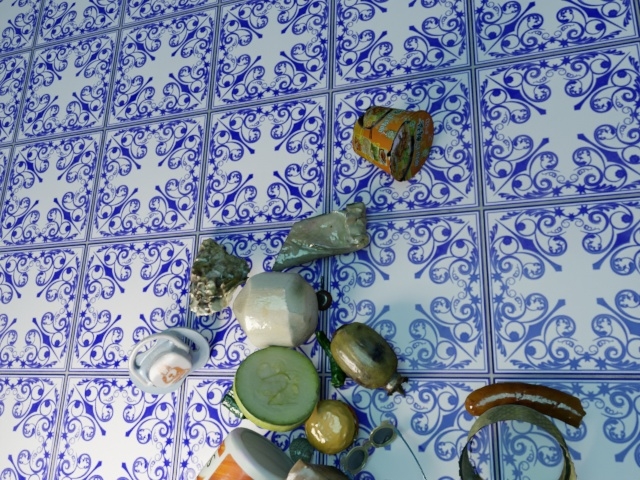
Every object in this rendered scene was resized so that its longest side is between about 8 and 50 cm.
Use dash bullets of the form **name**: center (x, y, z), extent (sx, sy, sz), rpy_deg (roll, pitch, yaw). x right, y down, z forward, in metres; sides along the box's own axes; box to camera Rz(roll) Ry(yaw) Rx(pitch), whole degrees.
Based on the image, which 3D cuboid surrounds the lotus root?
- **lotus root**: center (0.147, 0.354, 1.629), extent (0.154, 0.154, 0.278), rpy_deg (-46, 72, 2)

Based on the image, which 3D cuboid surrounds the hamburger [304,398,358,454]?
- **hamburger**: center (0.034, 0.539, 1.623), extent (0.162, 0.115, 0.162), rpy_deg (-7, 72, 21)

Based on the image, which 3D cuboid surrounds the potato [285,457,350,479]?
- **potato**: center (0.011, 0.729, 1.499), extent (0.189, 0.264, 0.211), rpy_deg (30, 80, 35)

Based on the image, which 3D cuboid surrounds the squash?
- **squash**: center (-0.123, 0.414, 1.598), extent (0.252, 0.049, 0.252), rpy_deg (8, 50, -10)

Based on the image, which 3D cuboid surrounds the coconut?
- **coconut**: center (-0.147, 0.213, 1.728), extent (0.265, 0.237, 0.238), rpy_deg (-4, 72, 21)

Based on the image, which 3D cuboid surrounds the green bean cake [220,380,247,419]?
- **green bean cake**: center (-0.184, 0.440, 1.687), extent (0.107, 0.208, 0.193), rpy_deg (35, 90, 23)

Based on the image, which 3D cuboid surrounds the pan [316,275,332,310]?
- **pan**: center (0.002, 0.168, 1.802), extent (0.068, 0.023, 0.115), rpy_deg (-9, 71, 19)

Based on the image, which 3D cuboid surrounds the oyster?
- **oyster**: center (-0.354, 0.120, 1.864), extent (0.237, 0.115, 0.351), rpy_deg (-28, 42, 10)

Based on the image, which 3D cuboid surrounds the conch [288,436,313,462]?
- **conch**: center (-0.062, 0.624, 1.668), extent (0.085, 0.057, 0.076), rpy_deg (19, 68, 24)

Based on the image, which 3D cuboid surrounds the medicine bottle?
- **medicine bottle**: center (-0.219, 0.701, 1.589), extent (0.252, 0.252, 0.241), rpy_deg (35, 87, 26)

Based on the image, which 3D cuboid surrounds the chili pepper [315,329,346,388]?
- **chili pepper**: center (0.035, 0.357, 1.704), extent (0.050, 0.073, 0.182), rpy_deg (-37, 68, 32)

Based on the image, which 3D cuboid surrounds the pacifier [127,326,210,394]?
- **pacifier**: center (-0.512, 0.371, 1.867), extent (0.279, 0.227, 0.207), rpy_deg (-41, 25, 4)

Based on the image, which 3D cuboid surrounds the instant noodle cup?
- **instant noodle cup**: center (0.222, -0.324, 1.778), extent (0.182, 0.230, 0.230), rpy_deg (29, 85, 34)

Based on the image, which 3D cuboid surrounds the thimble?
- **thimble**: center (0.486, 0.555, 1.395), extent (0.270, 0.150, 0.271), rpy_deg (0, 91, 19)

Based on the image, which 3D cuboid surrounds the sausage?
- **sausage**: center (0.540, 0.431, 1.492), extent (0.302, 0.076, 0.103), rpy_deg (1, 73, 20)

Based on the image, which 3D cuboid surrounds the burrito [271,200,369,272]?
- **burrito**: center (-0.003, -0.010, 1.819), extent (0.347, 0.107, 0.175), rpy_deg (-20, 51, 11)

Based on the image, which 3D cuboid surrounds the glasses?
- **glasses**: center (0.187, 0.634, 1.529), extent (0.189, 0.088, 0.220), rpy_deg (-40, 52, -7)
